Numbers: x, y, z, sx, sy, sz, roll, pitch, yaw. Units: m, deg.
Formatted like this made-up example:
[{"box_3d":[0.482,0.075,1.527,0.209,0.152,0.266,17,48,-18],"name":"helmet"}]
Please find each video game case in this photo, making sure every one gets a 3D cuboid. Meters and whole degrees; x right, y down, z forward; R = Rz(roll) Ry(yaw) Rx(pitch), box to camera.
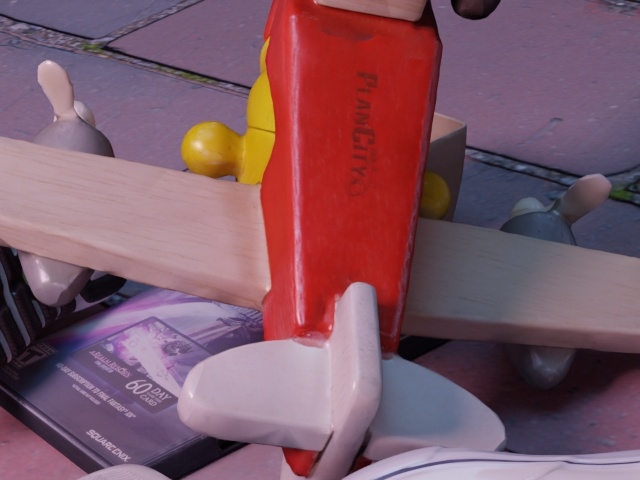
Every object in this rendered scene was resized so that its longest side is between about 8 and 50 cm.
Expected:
[{"box_3d":[-0.072,0.077,1.374,0.274,0.026,0.196,-26,32,-29],"name":"video game case"}]

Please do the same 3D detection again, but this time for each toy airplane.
[{"box_3d":[0.000,0.000,1.255,0.384,0.386,0.272,-37,-4,-26],"name":"toy airplane"}]

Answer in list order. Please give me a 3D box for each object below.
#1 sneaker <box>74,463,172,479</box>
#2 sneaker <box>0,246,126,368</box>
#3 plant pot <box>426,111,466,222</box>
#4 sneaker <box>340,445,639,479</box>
[{"box_3d":[-0.046,0.212,0.922,0.108,0.169,0.292,-26,14,-16],"name":"sneaker"},{"box_3d":[-0.270,0.052,1.383,0.162,0.106,0.281,-20,-1,34],"name":"sneaker"},{"box_3d":[0.042,-0.038,1.493,0.109,0.096,0.109,-27,32,-31],"name":"plant pot"},{"box_3d":[0.105,0.160,1.061,0.258,0.094,0.091,-10,14,3],"name":"sneaker"}]
